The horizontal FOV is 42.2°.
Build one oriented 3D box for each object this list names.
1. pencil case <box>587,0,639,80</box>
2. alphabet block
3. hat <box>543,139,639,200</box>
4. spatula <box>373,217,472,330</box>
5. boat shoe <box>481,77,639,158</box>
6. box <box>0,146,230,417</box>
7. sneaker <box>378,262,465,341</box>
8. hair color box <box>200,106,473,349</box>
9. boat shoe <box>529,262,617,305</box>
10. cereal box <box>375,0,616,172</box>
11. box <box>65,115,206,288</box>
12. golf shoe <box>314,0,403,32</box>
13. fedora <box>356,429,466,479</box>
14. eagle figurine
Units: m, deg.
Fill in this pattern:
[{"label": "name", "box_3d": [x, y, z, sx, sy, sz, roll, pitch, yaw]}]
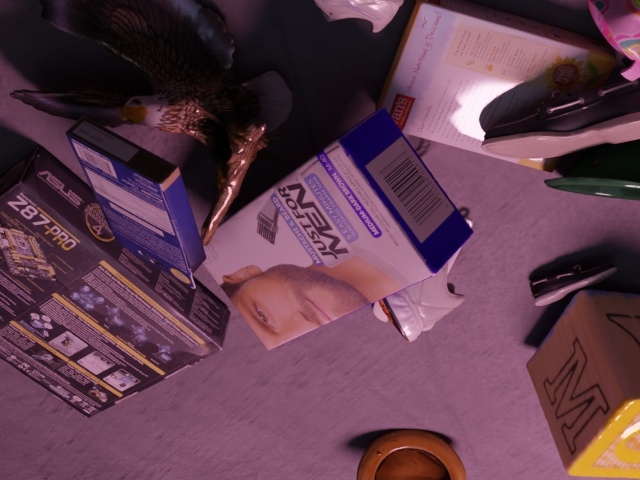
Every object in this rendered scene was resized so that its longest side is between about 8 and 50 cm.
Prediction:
[{"label": "pencil case", "box_3d": [0.413, -0.287, 0.841, 0.284, 0.124, 0.124, -35, 120, 29]}, {"label": "alphabet block", "box_3d": [0.445, 0.210, 1.200, 0.193, 0.197, 0.193, 6, 133, -14]}, {"label": "hat", "box_3d": [0.393, -0.146, 1.021, 0.209, 0.173, 0.183, 7, 91, 13]}, {"label": "spatula", "box_3d": [0.123, 0.038, 1.220, 0.168, 0.019, 0.242, 16, 129, -2]}, {"label": "boat shoe", "box_3d": [0.288, -0.142, 0.964, 0.206, 0.064, 0.075, -8, 164, 28]}, {"label": "box", "box_3d": [-0.385, 0.087, 1.251, 0.318, 0.097, 0.395, -29, 123, 28]}, {"label": "sneaker", "box_3d": [0.110, 0.004, 1.138, 0.121, 0.099, 0.262, -28, 112, -6]}, {"label": "hair color box", "box_3d": [0.000, 0.000, 1.035, 0.185, 0.110, 0.339, 54, 139, -5]}, {"label": "boat shoe", "box_3d": [0.363, 0.055, 1.197, 0.125, 0.038, 0.046, -28, 156, 27]}, {"label": "cereal box", "box_3d": [0.203, -0.187, 0.995, 0.240, 0.047, 0.173, 15, 131, -8]}, {"label": "box", "box_3d": [-0.208, -0.037, 0.974, 0.136, 0.036, 0.225, 28, 152, 19]}, {"label": "golf shoe", "box_3d": [0.006, -0.280, 0.921, 0.176, 0.069, 0.086, 17, 136, -8]}, {"label": "fedora", "box_3d": [0.162, 0.432, 1.491, 0.195, 0.194, 0.079, 2, 168, 3]}, {"label": "eagle figurine", "box_3d": [-0.193, -0.177, 0.977, 0.298, 0.225, 0.226, 38, 84, 10]}]
